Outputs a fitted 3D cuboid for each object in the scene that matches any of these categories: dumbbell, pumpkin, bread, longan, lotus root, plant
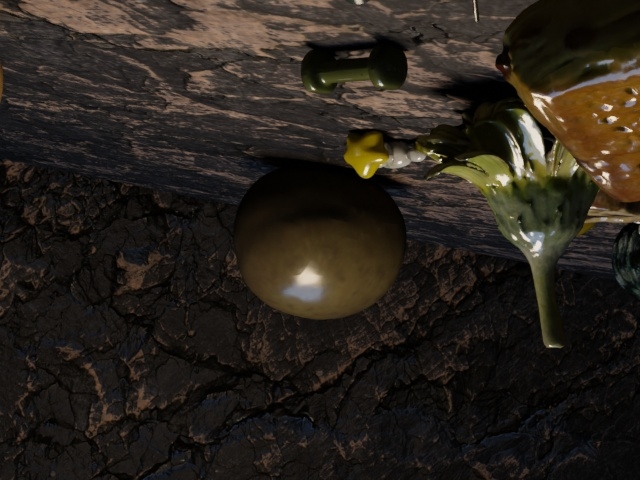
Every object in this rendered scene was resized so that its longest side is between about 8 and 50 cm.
[{"bbox_3d":[0.034,-0.177,0.947,0.118,0.046,0.052,6,180,43],"label":"dumbbell"},{"bbox_3d":[0.660,0.039,1.691,0.233,0.163,0.233,15,167,4],"label":"pumpkin"},{"bbox_3d":[0.250,-0.112,0.557,0.235,0.099,0.210,-12,155,33],"label":"bread"},{"bbox_3d":[0.000,0.000,1.883,0.361,0.361,0.361,10,177,1],"label":"longan"},{"bbox_3d":[0.438,-0.066,1.400,0.170,0.074,0.261,6,176,20],"label":"lotus root"},{"bbox_3d":[0.264,-0.059,1.108,0.306,0.297,0.261,-5,-151,-4],"label":"plant"}]

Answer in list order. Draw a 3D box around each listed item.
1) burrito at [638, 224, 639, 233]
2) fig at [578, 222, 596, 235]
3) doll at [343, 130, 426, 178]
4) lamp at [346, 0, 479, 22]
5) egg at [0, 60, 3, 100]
[{"bbox_3d":[0.716,0.006,1.513,0.445,0.101,0.139,10,-169,-3],"label":"burrito"},{"bbox_3d":[0.446,-0.045,1.586,0.074,0.088,0.074,28,179,1],"label":"fig"},{"bbox_3d":[0.103,-0.129,1.406,0.135,0.071,0.113,2,-179,33],"label":"doll"},{"bbox_3d":[0.061,-0.196,0.670,0.121,0.041,0.054,12,169,24],"label":"lamp"},{"bbox_3d":[-0.457,-0.180,1.021,0.201,0.201,0.244,13,171,-41],"label":"egg"}]
